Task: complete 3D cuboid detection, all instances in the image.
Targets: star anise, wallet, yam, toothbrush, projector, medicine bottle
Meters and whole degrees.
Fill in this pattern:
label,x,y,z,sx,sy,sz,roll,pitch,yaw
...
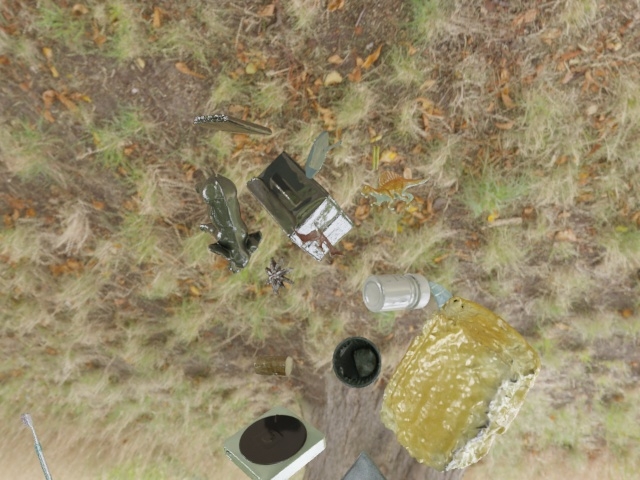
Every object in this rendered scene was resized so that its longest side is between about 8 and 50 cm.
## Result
label,x,y,z,sx,sy,sz,roll,pitch,yaw
star anise,-0.151,0.118,1.682,0.141,0.042,0.141,-3,85,39
wallet,-0.323,-0.428,1.802,0.165,0.309,0.042,8,97,25
wallet,0.070,0.606,1.085,0.036,0.222,0.167,42,174,-23
yam,-0.172,0.459,1.781,0.127,0.084,0.084,1,130,15
toothbrush,-0.493,0.364,0.842,0.014,0.011,0.167,1,115,5
projector,-0.153,0.690,1.623,0.257,0.259,0.079,15,121,46
medicine bottle,0.210,0.145,1.352,0.168,0.105,0.105,0,142,-29

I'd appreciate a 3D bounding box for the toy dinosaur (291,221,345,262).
label,x,y,z,sx,sy,sz,roll,pitch,yaw
toy dinosaur,-0.001,0.000,1.471,0.220,0.108,0.032,25,140,-31

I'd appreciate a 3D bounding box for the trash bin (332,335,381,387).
label,x,y,z,sx,sy,sz,roll,pitch,yaw
trash bin,0.140,0.436,1.737,0.175,0.175,0.161,10,168,14

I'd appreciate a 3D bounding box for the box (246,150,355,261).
label,x,y,z,sx,sy,sz,roll,pitch,yaw
box,-0.074,-0.130,1.828,0.204,0.345,0.251,-44,143,2

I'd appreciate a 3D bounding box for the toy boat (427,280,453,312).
label,x,y,z,sx,sy,sz,roll,pitch,yaw
toy boat,0.382,0.175,1.532,0.034,0.096,0.122,-12,100,60

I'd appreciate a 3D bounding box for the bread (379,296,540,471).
label,x,y,z,sx,sy,sz,roll,pitch,yaw
bread,0.188,0.212,0.696,0.174,0.121,0.245,43,122,40

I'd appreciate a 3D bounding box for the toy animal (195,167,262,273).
label,x,y,z,sx,sy,sz,roll,pitch,yaw
toy animal,-0.209,-0.030,1.044,0.146,0.114,0.245,24,142,59

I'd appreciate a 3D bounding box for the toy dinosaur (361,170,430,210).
label,x,y,z,sx,sy,sz,roll,pitch,yaw
toy dinosaur,0.222,-0.161,1.452,0.142,0.212,0.057,42,152,-4

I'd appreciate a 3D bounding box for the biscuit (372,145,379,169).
label,x,y,z,sx,sy,sz,roll,pitch,yaw
biscuit,0.198,-0.295,1.730,0.023,0.084,0.084,3,131,6

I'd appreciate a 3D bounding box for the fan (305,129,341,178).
label,x,y,z,sx,sy,sz,roll,pitch,yaw
fan,0.005,-0.194,1.057,0.005,0.113,0.175,16,170,-23
